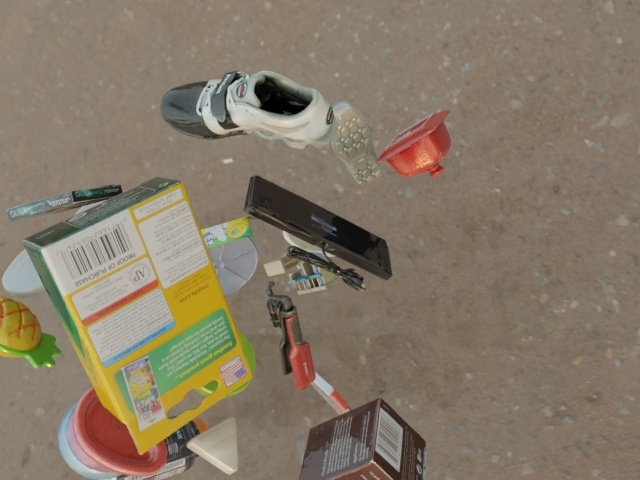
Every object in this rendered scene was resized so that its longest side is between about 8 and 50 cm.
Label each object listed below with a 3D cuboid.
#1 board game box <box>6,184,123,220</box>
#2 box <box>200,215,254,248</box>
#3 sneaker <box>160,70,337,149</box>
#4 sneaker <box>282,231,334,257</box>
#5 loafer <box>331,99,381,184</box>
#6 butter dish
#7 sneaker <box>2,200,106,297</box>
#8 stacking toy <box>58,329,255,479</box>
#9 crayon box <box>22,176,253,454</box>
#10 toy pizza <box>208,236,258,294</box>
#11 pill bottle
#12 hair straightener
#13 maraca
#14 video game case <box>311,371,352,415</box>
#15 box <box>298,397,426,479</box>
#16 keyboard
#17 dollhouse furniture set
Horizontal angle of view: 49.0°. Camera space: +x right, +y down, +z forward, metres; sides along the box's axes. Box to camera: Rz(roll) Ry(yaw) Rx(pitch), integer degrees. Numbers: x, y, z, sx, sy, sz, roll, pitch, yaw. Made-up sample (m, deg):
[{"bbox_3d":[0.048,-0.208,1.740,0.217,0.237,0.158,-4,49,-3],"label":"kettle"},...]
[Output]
[{"bbox_3d":[-0.493,-0.074,1.354,0.186,0.126,0.026,-10,95,30],"label":"board game box"},{"bbox_3d":[-0.203,-0.008,1.373,0.105,0.179,0.043,175,76,-81],"label":"box"},{"bbox_3d":[-0.139,-0.252,1.244,0.331,0.146,0.122,6,73,10],"label":"sneaker"},{"bbox_3d":[-0.037,0.005,1.595,0.085,0.152,0.058,-11,68,52],"label":"sneaker"},{"bbox_3d":[0.077,-0.256,1.776,0.112,0.319,0.111,-26,61,1],"label":"loafer"},{"bbox_3d":[0.224,-0.190,1.519,0.160,0.160,0.118,-28,103,32],"label":"butter dish"},{"bbox_3d":[-0.539,0.055,1.506,0.108,0.292,0.169,31,141,15],"label":"sneaker"},{"bbox_3d":[-0.263,0.244,1.128,0.130,0.280,0.308,-44,33,45],"label":"stacking toy"},{"bbox_3d":[-0.238,0.101,0.967,0.083,0.203,0.322,13,126,50],"label":"crayon box"},{"bbox_3d":[-0.248,0.051,1.696,0.201,0.201,0.032,-56,37,17],"label":"toy pizza"},{"bbox_3d":[-0.373,0.474,1.584,0.130,0.246,0.130,13,107,51],"label":"pill bottle"},{"bbox_3d":[-0.063,0.143,1.112,0.047,0.230,0.089,-37,49,-20],"label":"hair straightener"},{"bbox_3d":[-0.582,0.178,1.341,0.099,0.186,0.127,-45,18,18],"label":"maraca"},{"bbox_3d":[0.036,0.430,1.899,0.025,0.285,0.204,-45,38,-11],"label":"video game case"},{"bbox_3d":[0.089,0.467,1.457,0.203,0.167,0.168,-32,24,29],"label":"box"},{"bbox_3d":[0.000,0.000,1.315,0.033,0.317,0.201,-54,21,30],"label":"keyboard"},{"bbox_3d":[-0.067,0.096,1.975,0.129,0.184,0.129,-16,96,47],"label":"dollhouse furniture set"}]
